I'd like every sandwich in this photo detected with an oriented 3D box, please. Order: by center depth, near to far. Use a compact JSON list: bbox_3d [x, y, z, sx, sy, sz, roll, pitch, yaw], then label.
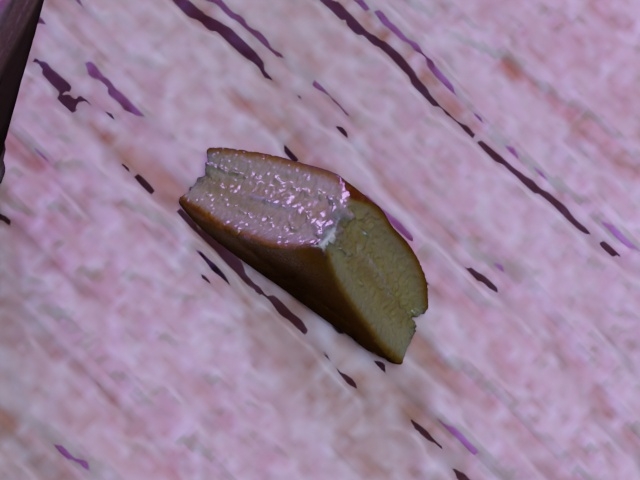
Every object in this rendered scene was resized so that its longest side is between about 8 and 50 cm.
[{"bbox_3d":[0.000,0.000,0.576,0.083,0.044,0.031,33,70,-5],"label":"sandwich"}]

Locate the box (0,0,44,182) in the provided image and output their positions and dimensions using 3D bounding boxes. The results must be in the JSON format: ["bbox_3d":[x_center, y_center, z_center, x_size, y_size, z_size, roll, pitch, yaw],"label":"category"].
[{"bbox_3d":[-0.243,-0.015,0.448,0.297,0.190,0.225,25,71,-4],"label":"box"}]
